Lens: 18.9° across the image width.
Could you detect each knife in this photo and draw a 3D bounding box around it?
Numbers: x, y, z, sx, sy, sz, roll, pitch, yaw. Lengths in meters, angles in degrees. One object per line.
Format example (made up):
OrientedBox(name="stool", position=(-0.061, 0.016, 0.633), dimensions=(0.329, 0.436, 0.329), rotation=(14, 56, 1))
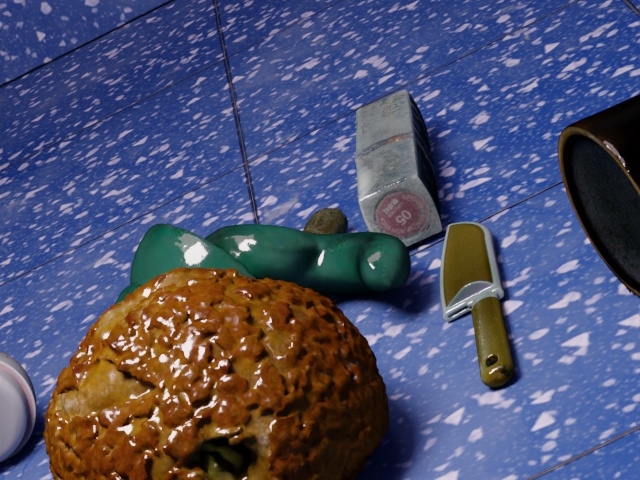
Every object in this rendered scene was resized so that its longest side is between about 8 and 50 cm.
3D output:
OrientedBox(name="knife", position=(0.136, 0.049, 1.749), dimensions=(0.061, 0.027, 0.343), rotation=(-27, 21, 12))

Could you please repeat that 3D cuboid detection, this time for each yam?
OrientedBox(name="yam", position=(0.000, 0.000, 2.005), dimensions=(0.043, 0.043, 0.094), rotation=(-18, 25, 25))

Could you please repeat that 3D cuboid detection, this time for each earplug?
OrientedBox(name="earplug", position=(-0.070, 0.064, 1.849), dimensions=(0.257, 0.164, 0.280), rotation=(36, 73, 27))

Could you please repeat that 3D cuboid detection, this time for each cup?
OrientedBox(name="cup", position=(0.303, -0.070, 1.637), dimensions=(0.177, 0.166, 0.239), rotation=(-28, 22, -12))

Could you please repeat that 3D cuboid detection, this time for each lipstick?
OrientedBox(name="lipstick", position=(0.080, -0.080, 2.043), dimensions=(0.076, 0.077, 0.289), rotation=(-25, 20, 9))

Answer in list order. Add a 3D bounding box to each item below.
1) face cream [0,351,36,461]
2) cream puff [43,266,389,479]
OrientedBox(name="face cream", position=(-0.344, 0.166, 1.936), dimensions=(0.117, 0.117, 0.104), rotation=(-26, 14, 4))
OrientedBox(name="cream puff", position=(-0.101, 0.133, 1.590), dimensions=(0.303, 0.212, 0.303), rotation=(-28, 18, 10))
